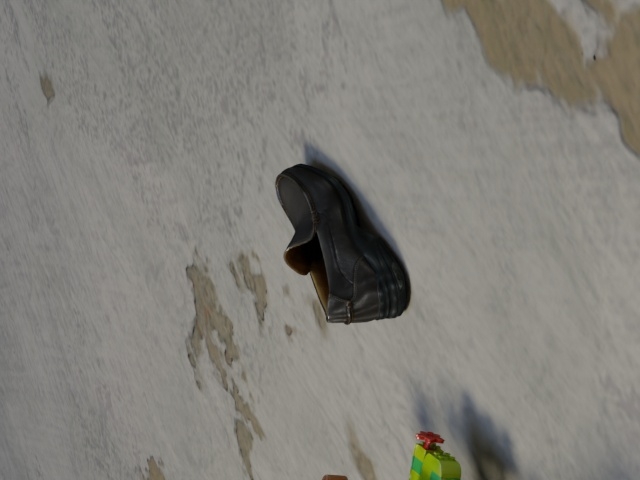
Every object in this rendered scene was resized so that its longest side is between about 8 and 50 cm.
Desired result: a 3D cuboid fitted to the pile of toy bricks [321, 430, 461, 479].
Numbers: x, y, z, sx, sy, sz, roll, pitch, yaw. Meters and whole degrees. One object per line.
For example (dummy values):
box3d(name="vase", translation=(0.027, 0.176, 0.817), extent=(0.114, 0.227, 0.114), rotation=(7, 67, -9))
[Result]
box3d(name="pile of toy bricks", translation=(0.073, 0.185, 1.153), extent=(0.212, 0.118, 0.105), rotation=(-153, 72, -64))

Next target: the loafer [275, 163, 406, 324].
box3d(name="loafer", translation=(0.000, 0.000, 1.253), extent=(0.170, 0.061, 0.062), rotation=(51, 149, 46))
